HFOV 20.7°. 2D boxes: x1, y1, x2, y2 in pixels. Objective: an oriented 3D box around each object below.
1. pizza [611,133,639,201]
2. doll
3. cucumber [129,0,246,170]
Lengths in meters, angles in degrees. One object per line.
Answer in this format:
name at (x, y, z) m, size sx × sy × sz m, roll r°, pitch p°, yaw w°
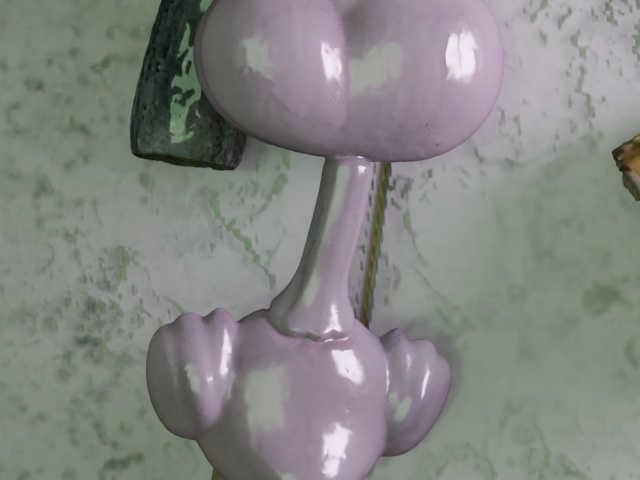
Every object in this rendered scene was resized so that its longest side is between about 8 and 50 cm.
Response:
pizza at (0.245, 0.005, 0.857) m, size 0.204 × 0.080 × 0.188 m, roll -1°, pitch 69°, yaw 22°
doll at (0.000, 0.000, 0.880) m, size 0.160 × 0.094 × 0.365 m, roll 7°, pitch 95°, yaw -13°
cucumber at (-0.063, -0.093, 0.923) m, size 0.064 × 0.064 × 0.112 m, roll 13°, pitch 92°, yaw 11°
